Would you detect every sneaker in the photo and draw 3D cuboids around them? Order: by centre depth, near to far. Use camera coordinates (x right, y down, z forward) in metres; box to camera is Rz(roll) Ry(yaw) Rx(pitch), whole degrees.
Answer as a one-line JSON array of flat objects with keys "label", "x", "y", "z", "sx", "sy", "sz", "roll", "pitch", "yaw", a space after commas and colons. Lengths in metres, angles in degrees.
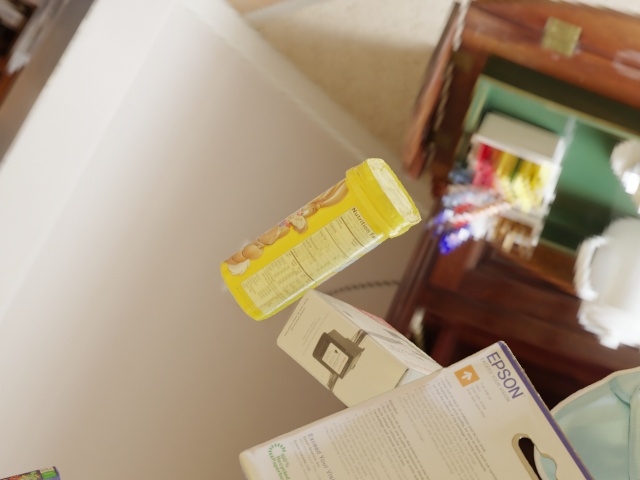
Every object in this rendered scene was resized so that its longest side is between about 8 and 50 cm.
[{"label": "sneaker", "x": 0.324, "y": 0.135, "z": 0.965, "sx": 0.366, "sy": 0.135, "sz": 0.150, "roll": -10, "pitch": 160, "yaw": 23}]

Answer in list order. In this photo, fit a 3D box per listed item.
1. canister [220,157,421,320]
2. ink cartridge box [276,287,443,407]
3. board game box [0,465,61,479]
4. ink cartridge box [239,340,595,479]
[{"label": "canister", "x": 0.000, "y": 0.000, "z": 1.216, "sx": 0.073, "sy": 0.170, "sz": 0.126, "roll": 57, "pitch": -168, "yaw": 3}, {"label": "ink cartridge box", "x": 0.051, "y": 0.114, "z": 1.146, "sx": 0.109, "sy": 0.063, "sz": 0.150, "roll": 26, "pitch": -173, "yaw": -44}, {"label": "board game box", "x": -0.331, "y": 0.356, "z": 1.404, "sx": 0.136, "sy": 0.201, "sz": 0.035, "roll": -11, "pitch": -169, "yaw": -19}, {"label": "ink cartridge box", "x": 0.085, "y": 0.204, "z": 0.934, "sx": 0.045, "sy": 0.224, "sz": 0.223, "roll": 82, "pitch": 163, "yaw": -52}]
